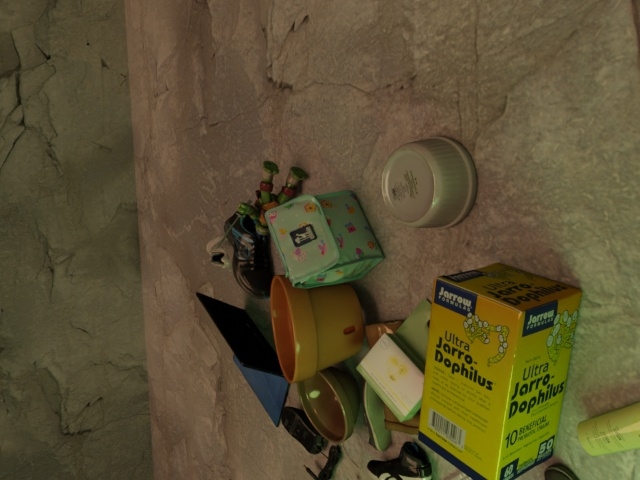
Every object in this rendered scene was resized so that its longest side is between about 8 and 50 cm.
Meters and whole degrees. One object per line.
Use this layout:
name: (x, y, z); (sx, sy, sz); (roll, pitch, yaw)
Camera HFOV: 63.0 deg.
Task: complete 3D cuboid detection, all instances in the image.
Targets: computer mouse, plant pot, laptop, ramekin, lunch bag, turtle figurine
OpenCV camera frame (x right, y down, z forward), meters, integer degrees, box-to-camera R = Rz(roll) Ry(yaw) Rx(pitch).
computer mouse: (-0.035, 0.676, 1.736); (0.262, 0.060, 0.184); (31, 118, 34)
plant pot: (-0.010, 0.227, 1.429); (0.291, 0.203, 0.291); (174, 90, -73)
plant pot: (0.040, 0.454, 1.519); (0.237, 0.109, 0.238); (32, 132, 44)
laptop: (-0.301, 0.442, 1.914); (0.236, 0.408, 0.382); (-51, 49, 5)
ramekin: (0.227, -0.123, 1.145); (0.207, 0.109, 0.207); (17, 112, 52)
lunch bag: (0.000, 0.000, 1.358); (0.160, 0.262, 0.224); (-47, 59, 48)
turtle figurine: (-0.145, -0.088, 1.607); (0.197, 0.275, 0.266); (27, 120, 9)

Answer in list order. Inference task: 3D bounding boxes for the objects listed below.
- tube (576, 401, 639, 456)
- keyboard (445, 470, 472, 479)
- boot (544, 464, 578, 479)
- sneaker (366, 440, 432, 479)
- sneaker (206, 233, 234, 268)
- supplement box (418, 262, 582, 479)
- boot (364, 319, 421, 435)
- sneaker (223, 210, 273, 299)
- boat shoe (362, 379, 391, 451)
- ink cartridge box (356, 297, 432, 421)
tube: (0.537, 0.295, 0.848); (0.070, 0.062, 0.240); (38, 135, -10)
keyboard: (0.316, 0.621, 1.266); (0.072, 0.014, 0.256); (59, 139, 28)
boot: (0.417, 0.532, 0.934); (0.076, 0.208, 0.190); (-45, 61, 48)
sneaker: (0.208, 0.577, 1.365); (0.216, 0.079, 0.121); (-1, 90, 49)
sneaker: (-0.381, 0.043, 2.018); (0.297, 0.129, 0.111); (13, 110, 54)
supplement box: (0.334, 0.248, 1.000); (0.195, 0.194, 0.357); (22, 115, 51)
boot: (0.212, 0.331, 1.286); (0.236, 0.089, 0.270); (-19, 78, 48)
sneaker: (-0.243, 0.042, 1.829); (0.139, 0.125, 0.341); (-41, 66, 45)
boat shoe: (0.139, 0.473, 1.431); (0.065, 0.075, 0.206); (-6, 97, 52)
ink cartridge box: (0.214, 0.274, 1.215); (0.171, 0.056, 0.235); (46, 110, 34)
